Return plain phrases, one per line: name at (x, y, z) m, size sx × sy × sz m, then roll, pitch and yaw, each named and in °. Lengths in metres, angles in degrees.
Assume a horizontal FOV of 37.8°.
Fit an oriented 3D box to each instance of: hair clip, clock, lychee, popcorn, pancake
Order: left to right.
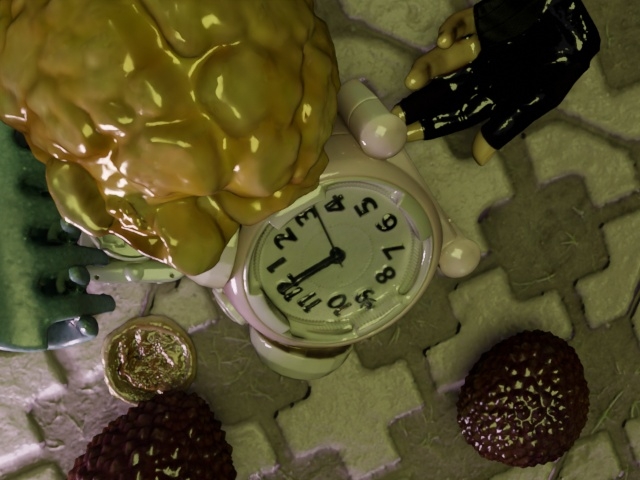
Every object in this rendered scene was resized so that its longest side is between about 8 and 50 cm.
hair clip at (-0.396, -0.005, 1.131) m, size 0.238 × 0.392 × 0.318 m, roll -10°, pitch 84°, yaw -2°
clock at (-0.253, -0.038, 1.271) m, size 0.151 × 0.062 × 0.191 m, roll -1°, pitch 99°, yaw -5°
pancake at (-0.243, 0.171, 1.327) m, size 0.139 × 0.022 × 0.139 m, roll -1°, pitch 99°, yaw -5°
lychee at (-0.220, 0.331, 1.256) m, size 0.271 × 0.271 × 0.271 m, roll -1°, pitch 100°, yaw -5°
popcorn at (-0.153, -0.182, 0.966) m, size 0.344 × 0.354 × 0.390 m, roll -35°, pitch 86°, yaw -41°
clock at (0.000, 0.000, 1.214) m, size 0.326 × 0.184 × 0.342 m, roll -37°, pitch 120°, yaw 0°
lychee at (0.287, 0.214, 1.300) m, size 0.188 × 0.188 × 0.188 m, roll -1°, pitch 100°, yaw -5°

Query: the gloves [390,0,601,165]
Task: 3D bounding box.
gloves at (0.226, -0.218, 1.239) m, size 0.301 × 0.152 × 0.197 m, roll -28°, pitch 80°, yaw 6°
